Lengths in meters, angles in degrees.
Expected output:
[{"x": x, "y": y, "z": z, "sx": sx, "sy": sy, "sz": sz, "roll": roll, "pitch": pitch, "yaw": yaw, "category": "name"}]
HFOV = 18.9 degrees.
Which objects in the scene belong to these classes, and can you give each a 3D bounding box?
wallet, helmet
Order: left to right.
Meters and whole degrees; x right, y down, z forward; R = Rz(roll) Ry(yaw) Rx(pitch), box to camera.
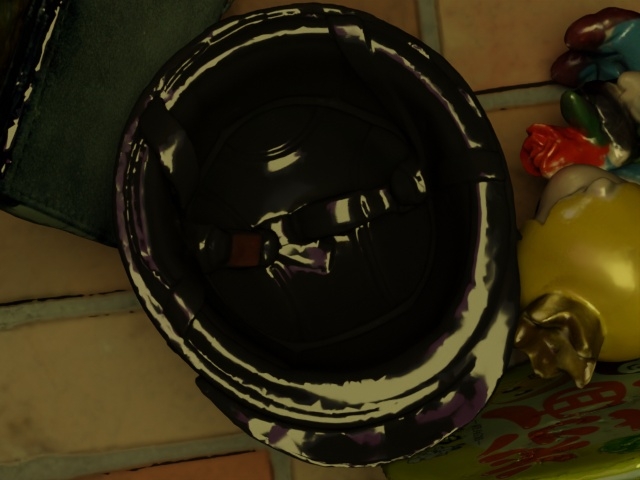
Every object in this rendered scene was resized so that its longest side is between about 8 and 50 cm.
[{"x": -0.100, "y": -0.183, "z": 1.172, "sx": 0.046, "sy": 0.191, "sz": 0.379, "roll": 17, "pitch": 85, "yaw": 25, "category": "wallet"}, {"x": 0.000, "y": 0.000, "z": 1.174, "sx": 0.231, "sy": 0.160, "sz": 0.278, "roll": -25, "pitch": 86, "yaw": -5, "category": "helmet"}]

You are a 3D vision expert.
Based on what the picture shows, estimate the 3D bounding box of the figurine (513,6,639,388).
[{"x": 0.172, "y": -0.027, "z": 1.186, "sx": 0.234, "sy": 0.127, "sz": 0.185, "roll": -40, "pitch": 84, "yaw": -21, "category": "figurine"}]

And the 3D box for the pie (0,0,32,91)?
[{"x": -0.189, "y": -0.195, "z": 1.106, "sx": 0.067, "sy": 0.302, "sz": 0.302, "roll": 18, "pitch": 86, "yaw": -1, "category": "pie"}]

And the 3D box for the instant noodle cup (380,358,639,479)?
[{"x": 0.214, "y": 0.186, "z": 1.131, "sx": 0.311, "sy": 0.311, "sz": 0.221, "roll": -19, "pitch": 98, "yaw": -5, "category": "instant noodle cup"}]
